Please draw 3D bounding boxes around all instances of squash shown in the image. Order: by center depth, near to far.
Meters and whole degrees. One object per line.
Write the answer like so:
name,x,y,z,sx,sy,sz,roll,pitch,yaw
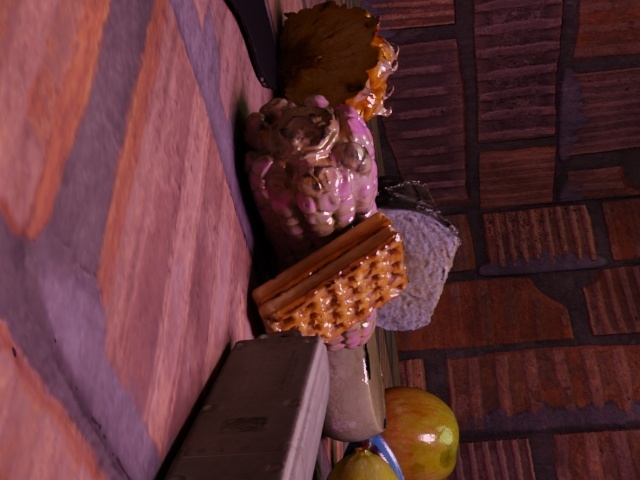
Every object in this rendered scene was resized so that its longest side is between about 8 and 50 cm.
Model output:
squash,0.050,0.331,1.086,0.123,0.123,0.187,69,13,-66

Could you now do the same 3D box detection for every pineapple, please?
pineapple,0.043,-0.175,1.129,0.164,0.139,0.250,53,23,-33

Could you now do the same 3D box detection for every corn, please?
corn,0.004,-0.006,0.950,0.335,0.126,0.127,78,9,-54

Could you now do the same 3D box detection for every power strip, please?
power strip,-0.041,0.125,0.625,0.272,0.078,0.052,-69,155,-76

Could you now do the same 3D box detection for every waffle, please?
waffle,0.011,0.046,0.868,0.042,0.148,0.102,51,-13,30

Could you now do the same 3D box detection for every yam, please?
yam,0.109,0.002,1.491,0.271,0.201,0.202,-52,161,-70

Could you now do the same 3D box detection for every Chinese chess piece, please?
Chinese chess piece,0.034,0.165,1.230,0.188,0.083,0.188,-8,90,-81

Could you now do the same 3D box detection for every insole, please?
insole,-0.075,-0.234,0.917,0.348,0.009,0.119,50,33,-79

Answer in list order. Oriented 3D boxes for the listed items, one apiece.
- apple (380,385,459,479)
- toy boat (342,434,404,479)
apple,0.171,0.374,1.802,0.196,0.196,0.196,-5,90,-83
toy boat,0.076,0.357,1.318,0.097,0.100,0.223,-51,138,-67
